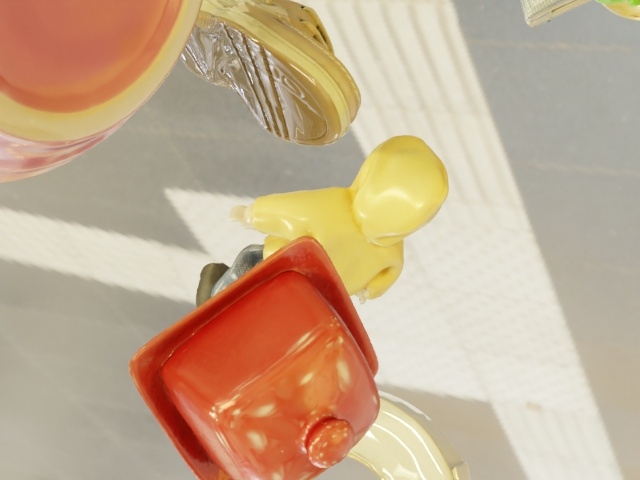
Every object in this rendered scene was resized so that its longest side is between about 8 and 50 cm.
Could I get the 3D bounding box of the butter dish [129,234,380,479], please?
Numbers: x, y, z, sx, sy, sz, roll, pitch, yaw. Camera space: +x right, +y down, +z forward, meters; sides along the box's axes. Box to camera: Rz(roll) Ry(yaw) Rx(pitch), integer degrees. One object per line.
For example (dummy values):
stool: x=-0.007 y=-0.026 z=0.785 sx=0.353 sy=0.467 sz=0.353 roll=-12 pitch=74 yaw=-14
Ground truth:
butter dish: x=-0.020 y=0.108 z=0.890 sx=0.118 sy=0.160 sz=0.160 roll=42 pitch=163 yaw=47

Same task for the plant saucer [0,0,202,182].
plant saucer: x=-0.185 y=-0.193 z=0.876 sx=0.084 sy=0.332 sz=0.332 roll=19 pitch=157 yaw=35

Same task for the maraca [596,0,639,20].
maraca: x=0.331 y=-0.265 z=1.295 sx=0.099 sy=0.127 sz=0.185 roll=57 pitch=-174 yaw=-16

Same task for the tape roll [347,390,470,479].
tape roll: x=0.021 y=0.297 z=1.426 sx=0.286 sy=0.286 sz=0.100 roll=13 pitch=177 yaw=15

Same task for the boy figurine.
boy figurine: x=0.000 y=0.000 z=1.229 sx=0.177 sy=0.092 sz=0.285 roll=28 pitch=131 yaw=-29

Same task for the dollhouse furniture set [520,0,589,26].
dollhouse furniture set: x=0.242 y=-0.294 z=1.139 sx=0.303 sy=0.286 sz=0.198 roll=-21 pitch=158 yaw=28

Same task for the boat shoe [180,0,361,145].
boat shoe: x=-0.039 y=-0.171 z=1.160 sx=0.302 sy=0.098 sz=0.109 roll=36 pitch=150 yaw=54
